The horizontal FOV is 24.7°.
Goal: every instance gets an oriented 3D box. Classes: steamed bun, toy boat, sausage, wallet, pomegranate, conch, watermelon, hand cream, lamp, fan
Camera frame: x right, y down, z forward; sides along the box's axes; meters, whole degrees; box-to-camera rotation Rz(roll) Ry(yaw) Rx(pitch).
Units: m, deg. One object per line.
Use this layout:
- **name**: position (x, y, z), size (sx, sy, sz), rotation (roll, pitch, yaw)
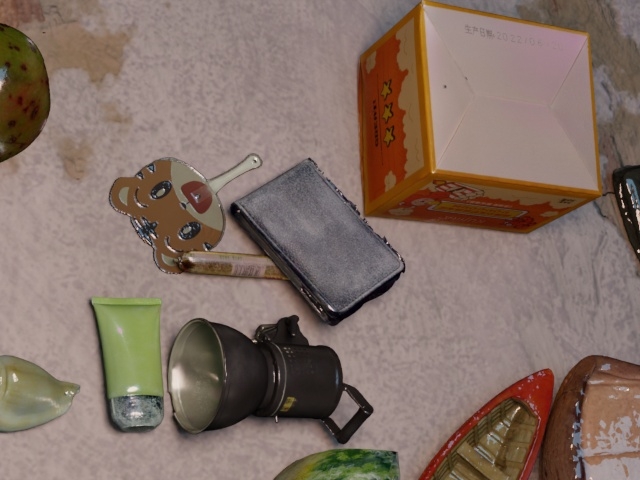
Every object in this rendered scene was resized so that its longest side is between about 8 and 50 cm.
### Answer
- **steamed bun**: position (0.425, 0.328, 2.036), size (0.251, 0.199, 0.301), rotation (8, 67, -8)
- **toy boat**: position (0.204, 0.328, 1.986), size (0.136, 0.079, 0.392), rotation (41, 61, -6)
- **sausage**: position (-0.073, 0.036, 1.974), size (0.269, 0.033, 0.033), rotation (5, 70, -27)
- **wallet**: position (0.582, -0.055, 2.332), size (0.245, 0.052, 0.168), rotation (-12, 82, -32)
- **pomegranate**: position (-0.437, -0.199, 1.803), size (0.202, 0.202, 0.248), rotation (9, 40, -24)
- **conch**: position (-0.374, 0.182, 1.756), size (0.180, 0.065, 0.088), rotation (16, 65, -28)
- **watermelon**: position (0.018, 0.411, 1.810), size (0.180, 0.224, 0.305), rotation (34, 51, -42)
- **hand cream**: position (-0.238, 0.155, 1.849), size (0.095, 0.046, 0.175), rotation (2, 65, -25)
- **lamp**: position (-0.066, 0.172, 1.887), size (0.227, 0.147, 0.172), rotation (5, 47, -34)
- **fan**: position (-0.167, -0.062, 1.979), size (0.227, 0.008, 0.152), rotation (-35, 90, -31)
- **wallet**: position (-0.001, 0.001, 1.995), size (0.222, 0.036, 0.167), rotation (47, 49, 9)

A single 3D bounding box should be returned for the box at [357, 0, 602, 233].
- **box**: position (0.222, -0.167, 2.092), size (0.283, 0.214, 0.259), rotation (6, 73, -24)
